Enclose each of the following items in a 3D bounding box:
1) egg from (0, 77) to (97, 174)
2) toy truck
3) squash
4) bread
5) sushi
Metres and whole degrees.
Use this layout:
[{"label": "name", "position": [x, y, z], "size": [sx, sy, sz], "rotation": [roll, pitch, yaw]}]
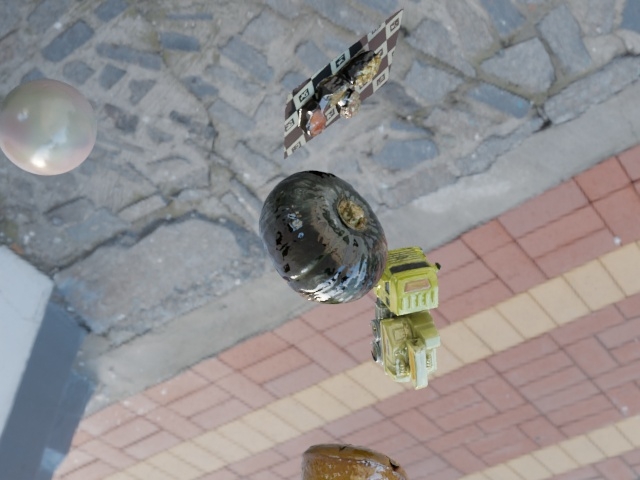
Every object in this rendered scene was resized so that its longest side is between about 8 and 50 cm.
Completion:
[{"label": "egg", "position": [-0.292, -0.121, 0.871], "size": [0.103, 0.135, 0.103], "rotation": [-1, 97, -11]}, {"label": "toy truck", "position": [0.177, 0.162, 1.630], "size": [0.124, 0.157, 0.272], "rotation": [-10, 115, -15]}, {"label": "squash", "position": [0.003, -0.003, 1.124], "size": [0.156, 0.193, 0.193], "rotation": [-17, 132, 25]}, {"label": "bread", "position": [0.061, 0.459, 1.523], "size": [0.195, 0.142, 0.269], "rotation": [1, 157, 24]}, {"label": "sushi", "position": [0.051, -0.254, 1.399], "size": [0.043, 0.279, 0.192], "rotation": [42, 155, 19]}]
